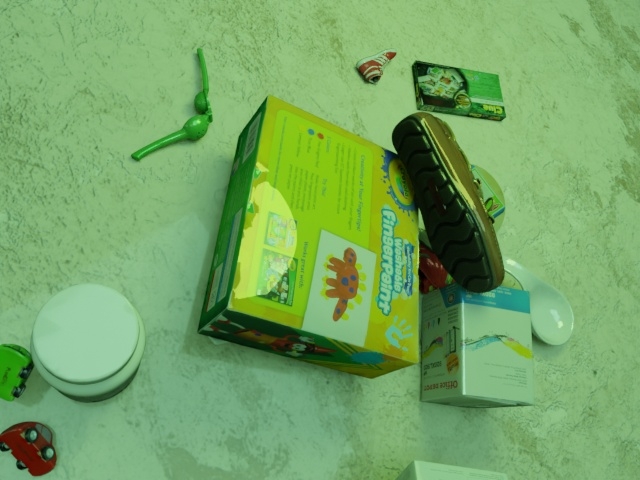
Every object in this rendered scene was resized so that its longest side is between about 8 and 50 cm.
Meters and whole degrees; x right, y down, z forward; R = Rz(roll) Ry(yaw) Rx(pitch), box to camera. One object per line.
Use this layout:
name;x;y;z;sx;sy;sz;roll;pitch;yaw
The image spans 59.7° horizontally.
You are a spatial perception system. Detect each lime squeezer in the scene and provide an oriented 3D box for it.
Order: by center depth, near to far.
lime squeezer;-0.278;-0.279;1.195;0.109;0.059;0.310;14;66;18

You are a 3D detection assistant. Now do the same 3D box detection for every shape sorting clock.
shape sorting clock;0.355;-0.091;1.359;0.206;0.040;0.206;3;73;-10

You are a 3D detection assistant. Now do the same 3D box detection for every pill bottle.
pill bottle;-0.358;0.165;0.872;0.160;0.283;0.160;7;69;-18

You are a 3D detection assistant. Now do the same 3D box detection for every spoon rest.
spoon rest;0.492;0.132;1.310;0.276;0.084;0.137;41;63;-2

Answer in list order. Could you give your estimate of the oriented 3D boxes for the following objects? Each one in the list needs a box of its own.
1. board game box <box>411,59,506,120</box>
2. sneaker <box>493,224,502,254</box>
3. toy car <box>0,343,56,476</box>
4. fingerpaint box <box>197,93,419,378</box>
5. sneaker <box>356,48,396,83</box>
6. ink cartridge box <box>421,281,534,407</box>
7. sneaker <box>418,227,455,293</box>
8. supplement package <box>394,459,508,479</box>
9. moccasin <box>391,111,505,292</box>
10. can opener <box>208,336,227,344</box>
board game box;0.368;-0.395;1.478;0.259;0.030;0.136;4;69;-19
sneaker;0.358;-0.022;1.239;0.094;0.080;0.212;6;37;-27
toy car;-0.492;0.240;0.865;0.239;0.225;0.053;28;22;-9
fingerpaint box;0.000;0.000;1.075;0.371;0.163;0.445;19;58;-23
sneaker;0.154;-0.437;1.404;0.118;0.042;0.067;-27;79;-18
ink cartridge box;0.322;0.224;1.165;0.168;0.171;0.233;11;68;-16
sneaker;0.272;0.074;1.257;0.279;0.107;0.118;29;83;-5
supplement package;0.221;0.554;0.945;0.198;0.199;0.263;14;39;-15
moccasin;0.269;-0.079;1.117;0.147;0.139;0.380;-11;69;-39
can opener;-0.092;0.143;1.092;0.280;0.093;0.074;-7;74;-27
